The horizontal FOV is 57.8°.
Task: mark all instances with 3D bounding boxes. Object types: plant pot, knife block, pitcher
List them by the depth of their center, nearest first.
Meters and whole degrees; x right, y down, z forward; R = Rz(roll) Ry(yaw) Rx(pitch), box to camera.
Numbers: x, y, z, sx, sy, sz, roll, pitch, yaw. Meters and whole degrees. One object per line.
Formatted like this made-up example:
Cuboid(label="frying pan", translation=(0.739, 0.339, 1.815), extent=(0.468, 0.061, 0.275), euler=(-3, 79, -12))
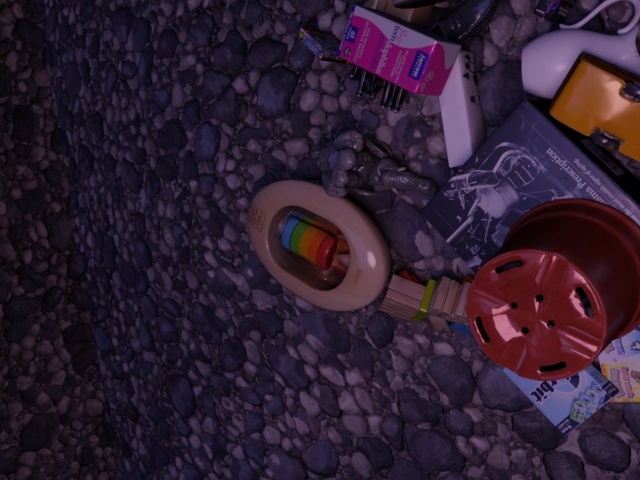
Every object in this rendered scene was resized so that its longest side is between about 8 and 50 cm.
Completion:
Cuboid(label="plant pot", translation=(0.380, 0.084, 0.940), extent=(0.272, 0.265, 0.272), euler=(9, 106, 34))
Cuboid(label="pitcher", translation=(0.490, -0.361, 1.088), extent=(0.207, 0.125, 0.177), euler=(-1, 85, 26))
Cuboid(label="knife block", translation=(0.182, -0.437, 1.312), extent=(0.276, 0.088, 0.242), euler=(-27, 84, 37))

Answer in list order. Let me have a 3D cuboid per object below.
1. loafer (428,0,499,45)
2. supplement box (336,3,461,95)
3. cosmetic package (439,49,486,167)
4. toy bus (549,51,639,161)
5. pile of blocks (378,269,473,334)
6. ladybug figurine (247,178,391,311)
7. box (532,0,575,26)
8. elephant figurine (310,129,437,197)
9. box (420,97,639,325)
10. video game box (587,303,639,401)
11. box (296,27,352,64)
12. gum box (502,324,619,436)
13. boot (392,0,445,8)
Cuboid(label="loafer", translation=(0.283, -0.450, 1.238), extent=(0.223, 0.078, 0.076), euler=(-40, 76, 35))
Cuboid(label="supplement box", translation=(0.160, -0.395, 1.203), extent=(0.220, 0.114, 0.111), euler=(35, 119, 28))
Cuboid(label="cosmetic package", translation=(0.305, -0.282, 1.246), extent=(0.060, 0.099, 0.239), euler=(-5, 97, 38))
Cuboid(label="toy bus", translation=(0.563, -0.191, 0.972), extent=(0.333, 0.130, 0.108), euler=(29, 124, 9))
Cuboid(label="pile of blocks", translation=(0.316, 0.140, 1.342), extent=(0.362, 0.149, 0.112), euler=(10, 63, 26))
Cuboid(label="ladybug figurine", translation=(0.000, 0.000, 1.492), extent=(0.449, 0.162, 0.305), euler=(32, 117, 27))
Cuboid(label="box", translation=(0.462, -0.485, 1.074), extent=(0.029, 0.116, 0.162), euler=(37, 119, 27))
Cuboid(label="elephant figurine", translation=(0.126, -0.165, 1.388), extent=(0.169, 0.239, 0.186), euler=(-46, 45, 50))
Cuboid(label="box", translation=(0.439, -0.049, 1.146), extent=(0.343, 0.179, 0.312), euler=(50, 125, 17))
Cuboid(label="video game box", translation=(0.643, 0.213, 1.133), extent=(0.187, 0.048, 0.205), euler=(-13, 92, 41))
Cuboid(label="box", translation=(0.017, -0.466, 1.396), extent=(0.094, 0.137, 0.027), euler=(50, 123, 18))
Cuboid(label="gum box", translation=(0.502, 0.296, 1.230), extent=(0.184, 0.041, 0.157), euler=(49, 134, 26))
Cuboid(label="boot", translation=(0.278, -0.641, 1.107), extent=(0.377, 0.138, 0.284), euler=(-18, 100, 25))
